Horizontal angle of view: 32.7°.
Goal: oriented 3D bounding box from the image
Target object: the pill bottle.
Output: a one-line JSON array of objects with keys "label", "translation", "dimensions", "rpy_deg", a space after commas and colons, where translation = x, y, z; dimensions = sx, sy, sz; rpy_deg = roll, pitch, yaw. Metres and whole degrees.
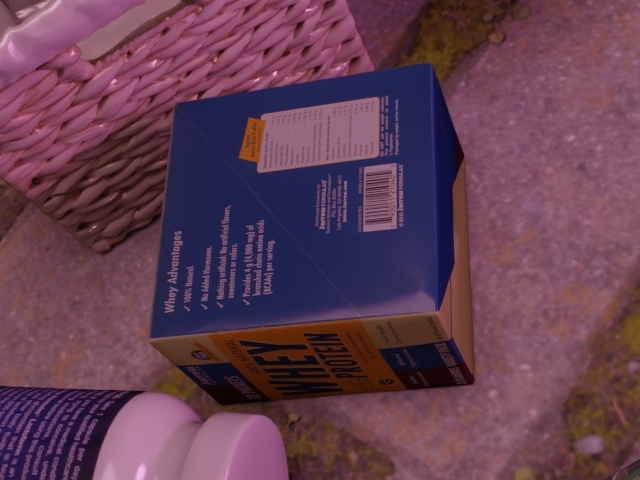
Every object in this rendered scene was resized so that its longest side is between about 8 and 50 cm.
[{"label": "pill bottle", "translation": [-0.164, 0.179, 0.758], "dimensions": [0.264, 0.153, 0.153], "rpy_deg": [-1, 62, 19]}]

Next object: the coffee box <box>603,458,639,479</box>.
[{"label": "coffee box", "translation": [0.191, 0.172, 0.619], "dimensions": [0.113, 0.184, 0.040], "rpy_deg": [-31, 54, 3]}]

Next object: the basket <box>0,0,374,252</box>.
[{"label": "basket", "translation": [-0.180, -0.229, 0.918], "dimensions": [0.328, 0.266, 0.331], "rpy_deg": [-32, 58, 1]}]

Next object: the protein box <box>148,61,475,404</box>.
[{"label": "protein box", "translation": [0.000, 0.000, 0.806], "dimensions": [0.201, 0.136, 0.200], "rpy_deg": [-7, 61, 16]}]
